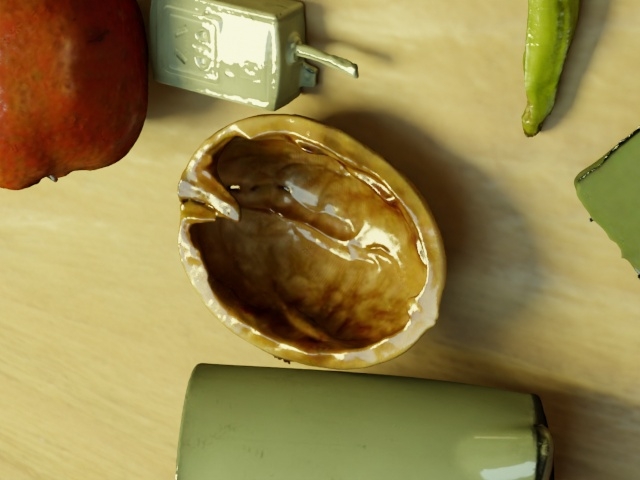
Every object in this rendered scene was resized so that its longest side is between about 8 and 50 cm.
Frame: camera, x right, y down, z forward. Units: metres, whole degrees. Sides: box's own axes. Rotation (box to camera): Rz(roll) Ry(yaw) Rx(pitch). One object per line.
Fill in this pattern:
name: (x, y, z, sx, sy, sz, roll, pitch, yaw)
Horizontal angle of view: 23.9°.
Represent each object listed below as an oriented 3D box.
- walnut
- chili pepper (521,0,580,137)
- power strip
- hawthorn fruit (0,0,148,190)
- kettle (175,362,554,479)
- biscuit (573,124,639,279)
walnut: (0.002, 0.001, 1.072, 0.211, 0.087, 0.167, 31, 106, 15)
chili pepper: (0.137, -0.156, 0.937, 0.049, 0.043, 0.208, 0, 114, 19)
power strip: (-0.048, -0.136, 1.067, 0.175, 0.042, 0.075, 16, 120, 26)
hawthorn fruit: (-0.210, -0.141, 1.084, 0.185, 0.185, 0.202, 17, 120, 25)
kettle: (0.035, 0.183, 1.079, 0.255, 0.165, 0.240, 1, 152, 3)
biscuit: (0.282, -0.086, 0.881, 0.099, 0.038, 0.322, 48, 129, -1)
